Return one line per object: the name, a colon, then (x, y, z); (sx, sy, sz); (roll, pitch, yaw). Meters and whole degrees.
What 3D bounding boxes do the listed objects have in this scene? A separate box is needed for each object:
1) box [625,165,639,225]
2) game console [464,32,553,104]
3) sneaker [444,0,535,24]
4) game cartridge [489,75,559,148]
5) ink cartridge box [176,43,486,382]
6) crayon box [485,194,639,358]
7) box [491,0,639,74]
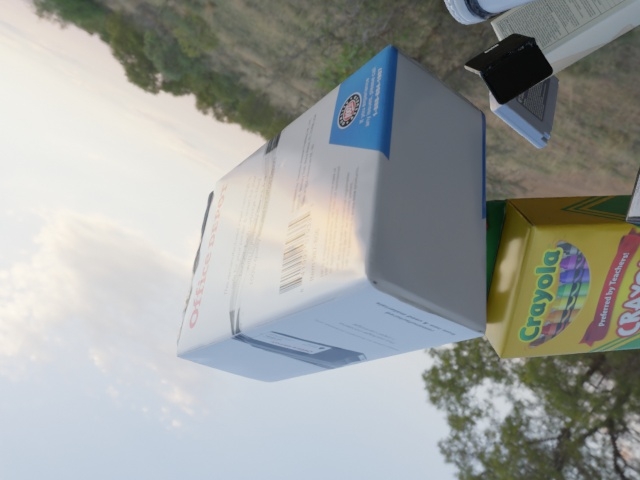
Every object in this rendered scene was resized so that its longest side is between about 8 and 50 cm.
box: (0.374, -0.070, 0.470); (0.220, 0.175, 0.051); (15, -178, -4)
game console: (0.359, -0.331, 1.147); (0.071, 0.122, 0.107); (58, 180, -31)
sneaker: (0.306, -0.429, 0.729); (0.210, 0.366, 0.137); (14, 163, 44)
game cartridge: (0.552, -0.405, 1.618); (0.198, 0.062, 0.297); (32, -127, -10)
ink cartridge box: (0.000, 0.000, 0.744); (0.166, 0.286, 0.394); (25, 148, -30)
crayon box: (0.337, 0.048, 0.780); (0.318, 0.202, 0.081); (-3, -150, -9)
box: (0.548, -0.482, 1.283); (0.121, 0.311, 0.148); (18, -131, -61)
